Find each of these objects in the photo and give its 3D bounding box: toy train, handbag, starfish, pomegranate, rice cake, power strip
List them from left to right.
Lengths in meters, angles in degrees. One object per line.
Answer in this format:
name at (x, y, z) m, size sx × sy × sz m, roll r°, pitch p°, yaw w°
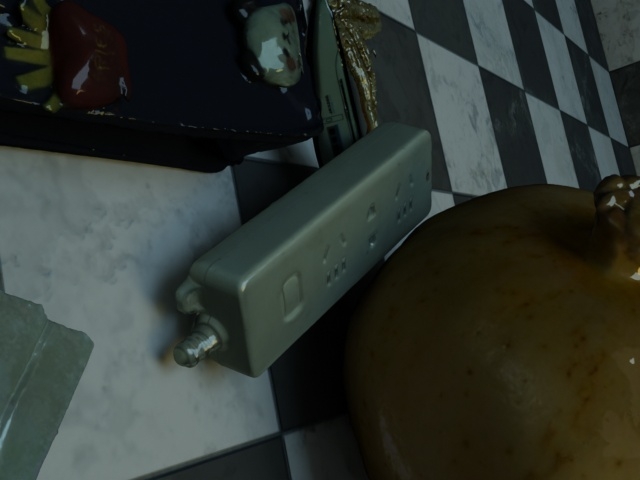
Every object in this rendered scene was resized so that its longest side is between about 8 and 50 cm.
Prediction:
rice cake at (-0.199, 0.118, 0.393) m, size 0.124 × 0.038 × 0.211 m, roll 43°, pitch 43°, yaw -40°
handbag at (-0.144, -0.212, 0.559) m, size 0.329 × 0.122 × 0.303 m, roll 1°, pitch 75°, yaw -56°
power strip at (0.000, 0.000, 0.659) m, size 0.338 × 0.058 × 0.098 m, roll -40°, pitch 138°, yaw -41°
toy train at (0.010, -0.119, 0.731) m, size 0.252 × 0.048 × 0.055 m, roll 73°, pitch 8°, yaw -45°
starfish at (0.036, -0.257, 0.923) m, size 0.138 × 0.050 × 0.247 m, roll 36°, pitch 51°, yaw -47°
pomegranate at (0.215, 0.121, 0.713) m, size 0.411 × 0.411 × 0.411 m, roll 31°, pitch 51°, yaw -48°
